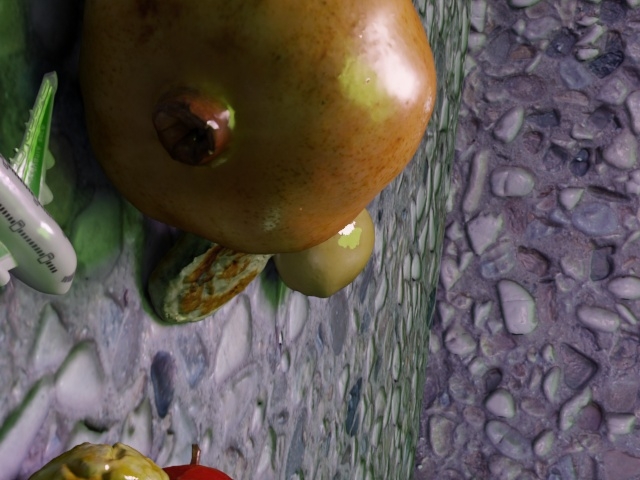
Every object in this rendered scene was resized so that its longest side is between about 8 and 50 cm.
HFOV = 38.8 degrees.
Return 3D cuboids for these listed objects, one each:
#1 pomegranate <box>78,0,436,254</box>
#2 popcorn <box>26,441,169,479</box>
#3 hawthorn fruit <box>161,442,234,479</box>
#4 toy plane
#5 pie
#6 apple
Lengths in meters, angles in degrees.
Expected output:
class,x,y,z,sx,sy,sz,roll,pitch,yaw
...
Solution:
class,x,y,z,sx,sy,sz,roll,pitch,yaw
pomegranate,-0.083,-0.178,1.012,0.417,0.417,0.416,5,90,-71
popcorn,-0.241,0.318,0.970,0.204,0.184,0.221,-55,161,-33
hawthorn fruit,-0.175,0.364,1.183,0.225,0.197,0.196,-88,169,-47
toy plane,-0.296,-0.031,0.833,0.255,0.101,0.251,77,25,-51
pie,-0.139,0.028,1.261,0.240,0.054,0.240,-38,161,-16
apple,0.000,0.000,1.597,0.200,0.200,0.200,5,90,-71
